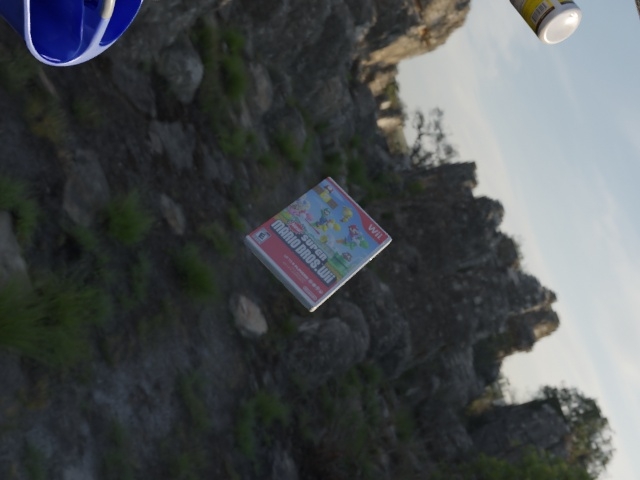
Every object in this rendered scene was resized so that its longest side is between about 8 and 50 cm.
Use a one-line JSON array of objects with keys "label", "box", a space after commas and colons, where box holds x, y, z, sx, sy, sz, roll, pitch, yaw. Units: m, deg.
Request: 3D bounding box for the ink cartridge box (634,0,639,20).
[{"label": "ink cartridge box", "box": [0.712, -0.533, 1.578, 0.208, 0.086, 0.153, 67, 22, -53]}]

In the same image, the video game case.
[{"label": "video game case", "box": [0.000, 0.000, 1.631, 0.204, 0.025, 0.285, 45, 50, 7]}]

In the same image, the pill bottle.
[{"label": "pill bottle", "box": [0.551, -0.602, 1.923, 0.215, 0.117, 0.117, 66, 4, 31]}]

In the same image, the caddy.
[{"label": "caddy", "box": [-0.381, -0.429, 1.189, 0.179, 0.241, 0.341, 41, -37, 12]}]
